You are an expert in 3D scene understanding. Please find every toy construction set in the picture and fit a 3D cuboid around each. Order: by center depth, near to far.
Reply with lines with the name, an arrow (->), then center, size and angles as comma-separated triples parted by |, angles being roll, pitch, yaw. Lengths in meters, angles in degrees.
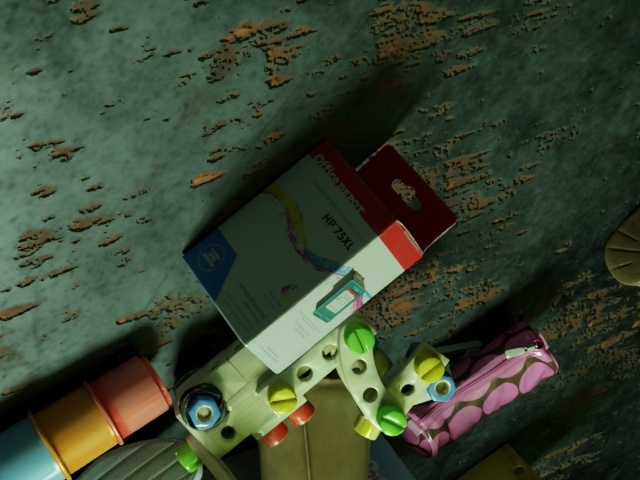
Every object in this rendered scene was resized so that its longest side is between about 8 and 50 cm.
toy construction set -> -0.026, 0.187, 1.493 | 0.328, 0.151, 0.215 | -45, 109, -13

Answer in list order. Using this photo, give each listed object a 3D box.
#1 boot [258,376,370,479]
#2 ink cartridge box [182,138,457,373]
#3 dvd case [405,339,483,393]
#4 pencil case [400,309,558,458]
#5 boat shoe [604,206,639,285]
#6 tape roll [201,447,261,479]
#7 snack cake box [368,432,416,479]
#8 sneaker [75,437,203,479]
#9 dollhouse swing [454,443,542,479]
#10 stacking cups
boot -> -0.055, 0.287, 1.573 | 0.236, 0.269, 0.089 | 2, 170, -21
ink cartridge box -> 0.000, 0.000, 1.375 | 0.231, 0.134, 0.078 | -40, 144, 1
dvd case -> 0.148, 0.177, 1.800 | 0.087, 0.013, 0.119 | -6, 134, -37
pencil case -> 0.187, 0.180, 1.750 | 0.209, 0.095, 0.098 | -35, 179, -9
boat shoe -> 0.478, -0.050, 1.777 | 0.285, 0.104, 0.089 | -42, 150, 22
tape roll -> -0.095, 0.349, 1.726 | 0.219, 0.072, 0.219 | -24, 142, -20
snack cake box -> 0.085, 0.366, 1.735 | 0.089, 0.264, 0.152 | -21, 140, -23
sneaker -> -0.239, 0.299, 1.546 | 0.258, 0.094, 0.091 | -30, 159, -2
dollhouse swing -> 0.222, 0.523, 2.027 | 0.347, 0.315, 0.305 | -36, 124, -5
stacking cups -> -0.290, 0.224, 1.397 | 0.316, 0.096, 0.096 | -30, 143, -12
